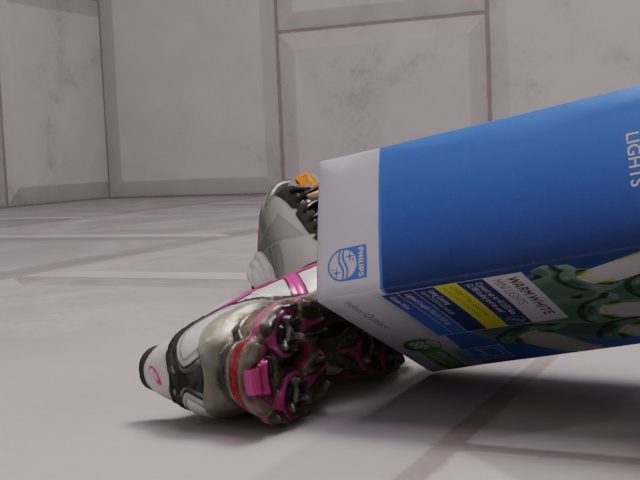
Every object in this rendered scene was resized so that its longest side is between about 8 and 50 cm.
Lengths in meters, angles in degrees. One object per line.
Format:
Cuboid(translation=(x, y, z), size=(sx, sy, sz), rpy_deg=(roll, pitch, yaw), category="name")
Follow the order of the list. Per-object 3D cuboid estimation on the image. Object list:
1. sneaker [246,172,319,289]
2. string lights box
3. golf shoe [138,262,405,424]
Cuboid(translation=(0.000, 0.000, 0.844), size=(0.100, 0.108, 0.271), rpy_deg=(-2, 6, -20), category="sneaker")
Cuboid(translation=(0.142, -0.007, 0.475), size=(0.259, 0.077, 0.133), rpy_deg=(-12, -26, 28), category="string lights box")
Cuboid(translation=(-0.014, 0.045, 0.543), size=(0.086, 0.067, 0.186), rpy_deg=(-1, 5, 31), category="golf shoe")
